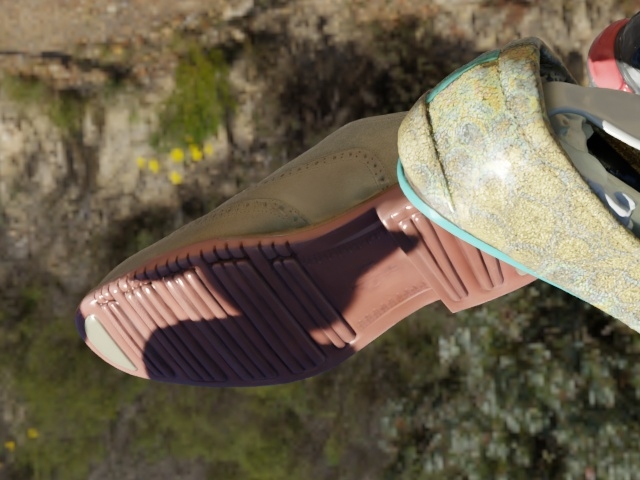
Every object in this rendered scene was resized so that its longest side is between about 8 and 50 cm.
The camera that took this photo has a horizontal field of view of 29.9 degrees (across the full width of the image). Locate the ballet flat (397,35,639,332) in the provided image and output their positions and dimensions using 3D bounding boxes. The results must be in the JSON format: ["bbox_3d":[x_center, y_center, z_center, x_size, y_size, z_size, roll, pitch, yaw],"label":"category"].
[{"bbox_3d":[0.203,0.006,0.635,0.348,0.123,0.123,30,168,-18],"label":"ballet flat"}]

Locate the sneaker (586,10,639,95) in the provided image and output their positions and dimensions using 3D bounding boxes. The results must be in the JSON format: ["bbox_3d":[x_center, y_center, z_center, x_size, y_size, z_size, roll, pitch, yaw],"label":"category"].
[{"bbox_3d":[0.340,-0.092,0.927,0.097,0.276,0.135,-48,177,-27],"label":"sneaker"}]

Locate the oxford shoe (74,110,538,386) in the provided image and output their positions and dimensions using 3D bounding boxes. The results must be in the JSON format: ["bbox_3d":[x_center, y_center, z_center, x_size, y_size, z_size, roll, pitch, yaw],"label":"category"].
[{"bbox_3d":[0.000,0.000,0.903,0.397,0.140,0.146,-17,-142,17],"label":"oxford shoe"}]
